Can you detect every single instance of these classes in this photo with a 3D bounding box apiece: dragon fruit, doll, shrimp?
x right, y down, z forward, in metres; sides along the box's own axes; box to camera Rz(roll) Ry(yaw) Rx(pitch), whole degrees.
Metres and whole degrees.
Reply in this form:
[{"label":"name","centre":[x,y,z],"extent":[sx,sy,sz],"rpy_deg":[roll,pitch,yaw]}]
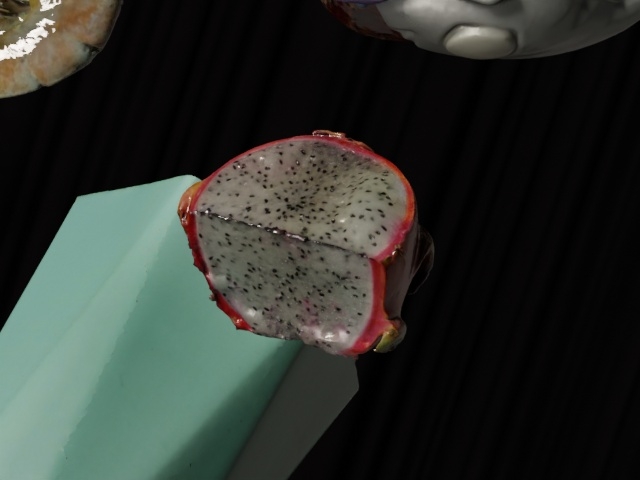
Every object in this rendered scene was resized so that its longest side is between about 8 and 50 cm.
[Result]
[{"label":"dragon fruit","centre":[0.000,0.000,0.667],"extent":[0.083,0.056,0.060],"rpy_deg":[10,44,23]},{"label":"doll","centre":[0.070,-0.128,0.957],"extent":[0.227,0.075,0.102],"rpy_deg":[6,14,0]},{"label":"shrimp","centre":[-0.247,-0.180,1.269],"extent":[0.251,0.143,0.052],"rpy_deg":[28,-18,20]}]

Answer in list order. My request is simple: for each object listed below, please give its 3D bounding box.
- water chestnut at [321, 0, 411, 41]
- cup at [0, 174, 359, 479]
[{"label":"water chestnut","centre":[0.090,-0.283,1.673],"extent":[0.238,0.224,0.224],"rpy_deg":[56,17,17]},{"label":"cup","centre":[-0.098,0.099,0.780],"extent":[0.148,0.235,0.134],"rpy_deg":[35,-36,1]}]
